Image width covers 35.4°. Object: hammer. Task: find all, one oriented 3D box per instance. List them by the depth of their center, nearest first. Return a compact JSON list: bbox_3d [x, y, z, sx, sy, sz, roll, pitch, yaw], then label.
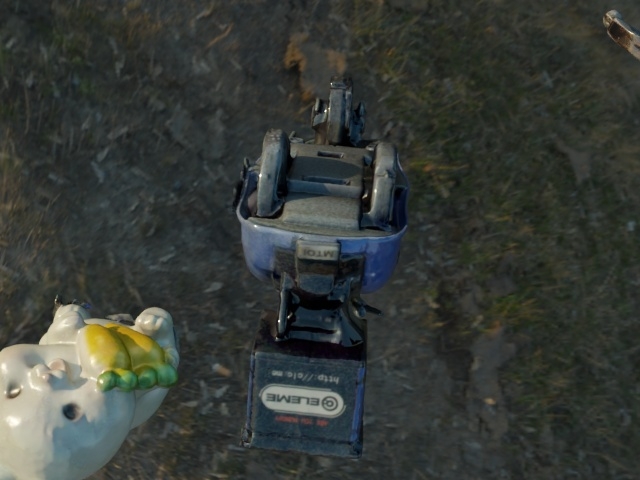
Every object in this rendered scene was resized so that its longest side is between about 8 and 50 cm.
[{"bbox_3d":[0.612,-0.297,1.662,0.290,0.037,0.137,20,31,-11],"label":"hammer"}]

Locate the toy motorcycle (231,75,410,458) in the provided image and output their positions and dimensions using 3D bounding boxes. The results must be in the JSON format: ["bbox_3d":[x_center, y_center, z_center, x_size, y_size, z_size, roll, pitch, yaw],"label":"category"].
[{"bbox_3d":[0.000,0.000,0.786,0.125,0.358,0.212,7,110,2],"label":"toy motorcycle"}]

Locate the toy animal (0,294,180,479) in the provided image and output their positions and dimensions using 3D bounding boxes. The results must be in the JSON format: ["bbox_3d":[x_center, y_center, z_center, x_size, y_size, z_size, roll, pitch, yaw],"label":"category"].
[{"bbox_3d":[-0.290,0.188,1.148,0.183,0.310,0.247,32,115,-3],"label":"toy animal"}]
